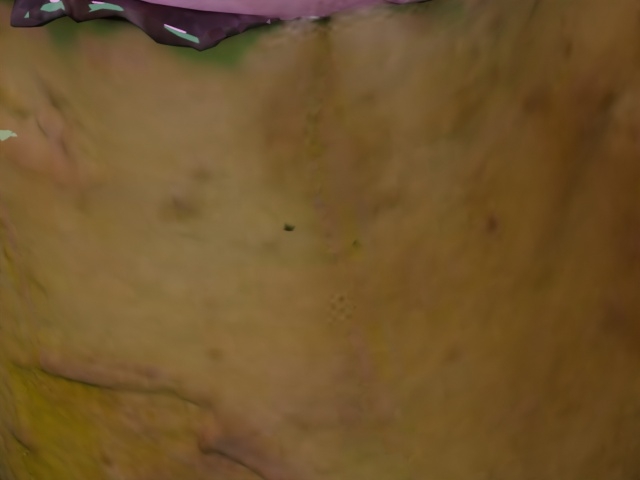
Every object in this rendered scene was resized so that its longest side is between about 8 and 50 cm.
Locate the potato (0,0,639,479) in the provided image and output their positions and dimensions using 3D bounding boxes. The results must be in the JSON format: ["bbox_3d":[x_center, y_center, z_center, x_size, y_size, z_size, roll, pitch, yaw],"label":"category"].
[{"bbox_3d":[0.000,0.000,0.463,0.229,0.229,0.266,13,127,19],"label":"potato"}]
